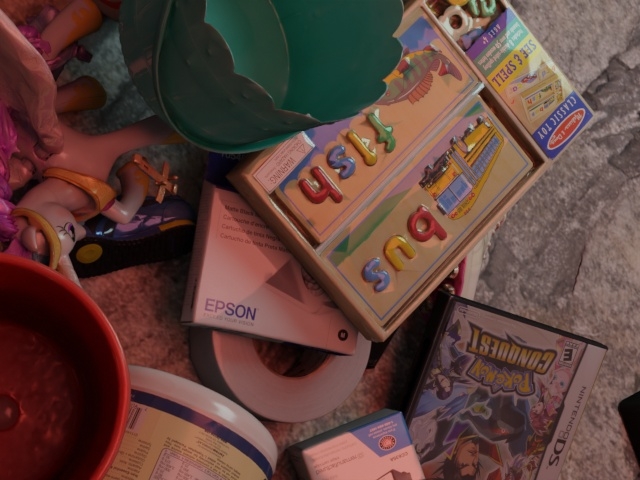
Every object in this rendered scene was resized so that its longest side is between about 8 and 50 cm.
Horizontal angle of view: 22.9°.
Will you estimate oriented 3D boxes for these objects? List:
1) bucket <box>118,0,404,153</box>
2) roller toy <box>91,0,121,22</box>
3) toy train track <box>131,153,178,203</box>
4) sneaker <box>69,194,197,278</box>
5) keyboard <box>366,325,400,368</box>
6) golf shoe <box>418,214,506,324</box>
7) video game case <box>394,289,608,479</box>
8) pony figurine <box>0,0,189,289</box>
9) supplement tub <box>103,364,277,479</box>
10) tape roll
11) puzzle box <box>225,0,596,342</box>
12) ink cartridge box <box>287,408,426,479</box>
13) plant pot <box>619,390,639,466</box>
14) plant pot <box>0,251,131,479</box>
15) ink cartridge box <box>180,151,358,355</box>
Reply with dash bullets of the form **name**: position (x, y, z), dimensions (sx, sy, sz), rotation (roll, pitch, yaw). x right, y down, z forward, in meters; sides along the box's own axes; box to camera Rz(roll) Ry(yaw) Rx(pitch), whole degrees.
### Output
- **bucket**: position (-0.069, -0.233, 1.703), dimensions (0.281, 0.183, 0.281), rotation (12, 71, -37)
- **roller toy**: position (-0.202, -0.361, 1.864), dimensions (0.146, 0.209, 0.191), rotation (-30, 114, -35)
- **toy train track**: position (-0.175, -0.071, 1.706), dimensions (0.083, 0.014, 0.048), rotation (41, 52, -51)
- **sneaker**: position (-0.246, -0.012, 1.849), dimensions (0.209, 0.069, 0.082), rotation (-10, 50, -25)
- **keyboard**: position (0.000, 0.000, 2.022), dimensions (0.317, 0.033, 0.201), rotation (42, 67, -21)
- **golf shoe**: position (0.199, -0.022, 2.115), dimensions (0.140, 0.115, 0.306), rotation (13, 74, -35)
- **video game case**: position (0.227, 0.218, 2.072), dimensions (0.275, 0.035, 0.248), rotation (18, 94, -30)
- **pony figurine**: position (-0.315, -0.124, 1.699), dimensions (0.351, 0.303, 0.363), rotation (44, 36, -6)
- **supplement tub**: position (-0.204, 0.322, 1.693), dimensions (0.235, 0.235, 0.324), rotation (34, 64, -24)
- **tape roll**: position (-0.048, 0.112, 1.926), dimensions (0.219, 0.072, 0.219), rotation (3, 83, -29)
- **puzzle box**: position (0.117, -0.112, 1.886), dimensions (0.409, 0.052, 0.272), rotation (-46, 108, -17)
- **ink cartridge box**: position (0.060, 0.319, 1.945), dimensions (0.140, 0.082, 0.190), rotation (-20, 91, -14)
- **plant pot**: position (0.576, 0.280, 2.272), dimensions (0.188, 0.167, 0.187), rotation (-22, 93, -36)
- **plant pot**: position (-0.318, 0.158, 1.513), dimensions (0.275, 0.243, 0.274), rotation (1, 81, -6)
- **ink cartridge box**: position (-0.043, 0.009, 1.870), dimensions (0.223, 0.045, 0.223), rotation (13, 79, -28)
